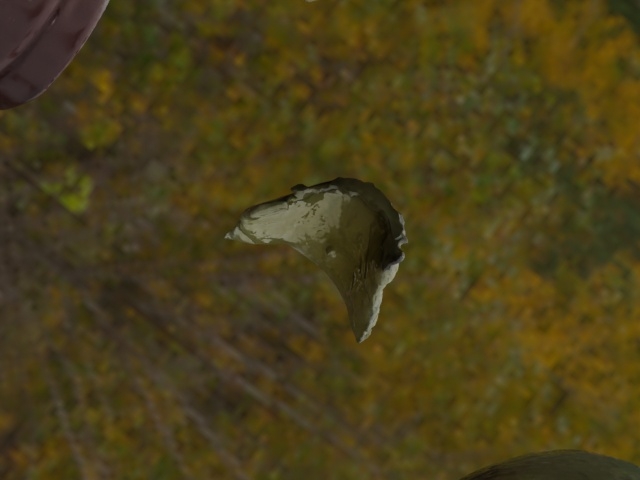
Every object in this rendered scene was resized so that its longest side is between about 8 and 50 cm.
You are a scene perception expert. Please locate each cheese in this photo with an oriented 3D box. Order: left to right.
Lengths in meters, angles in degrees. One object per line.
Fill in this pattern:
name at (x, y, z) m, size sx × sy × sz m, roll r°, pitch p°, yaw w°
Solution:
cheese at (0.000, -0.001, 0.885) m, size 0.041 × 0.084 × 0.060 m, roll -54°, pitch 167°, yaw -38°

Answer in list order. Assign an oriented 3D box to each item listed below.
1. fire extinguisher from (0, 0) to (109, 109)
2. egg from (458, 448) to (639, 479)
fire extinguisher at (-0.202, -0.155, 0.740) m, size 0.105 × 0.269 × 0.105 m, roll -32°, pitch -140°, yaw 32°
egg at (0.191, 0.347, 1.595) m, size 0.345 × 0.345 × 0.428 m, roll -55°, pitch 174°, yaw 37°
